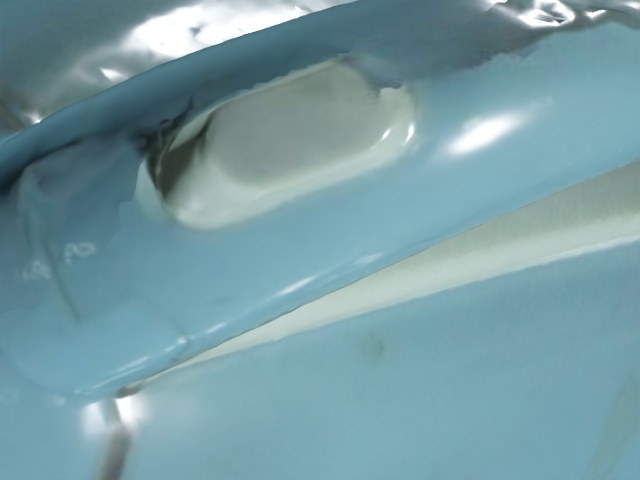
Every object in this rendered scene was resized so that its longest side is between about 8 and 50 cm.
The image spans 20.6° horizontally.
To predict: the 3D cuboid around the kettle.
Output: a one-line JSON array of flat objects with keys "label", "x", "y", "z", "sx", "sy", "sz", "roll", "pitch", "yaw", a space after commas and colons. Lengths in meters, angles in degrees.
[{"label": "kettle", "x": 0.000, "y": 0.000, "z": 0.527, "sx": 0.319, "sy": 0.342, "sz": 0.247, "roll": -28, "pitch": -102, "yaw": 33}]
